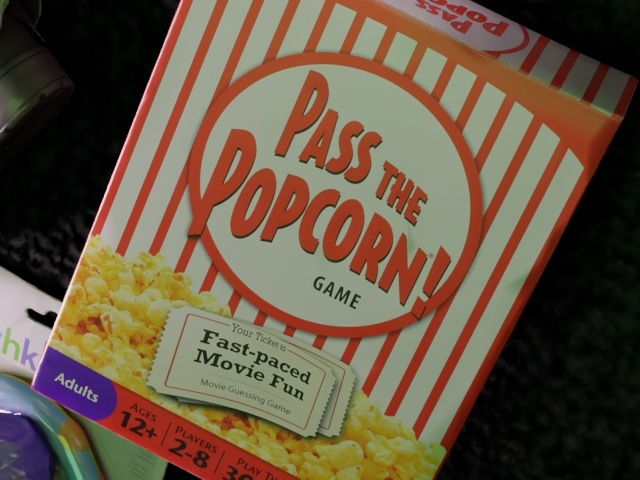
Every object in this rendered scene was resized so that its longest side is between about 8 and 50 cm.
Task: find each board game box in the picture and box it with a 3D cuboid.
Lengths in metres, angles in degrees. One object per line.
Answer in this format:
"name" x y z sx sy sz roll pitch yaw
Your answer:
"board game box" 0.000 0.000 0.675 0.147 0.045 0.193 26 116 5

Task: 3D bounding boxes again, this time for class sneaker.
"sneaker" -0.160 -0.062 0.788 0.170 0.051 0.089 -40 85 28

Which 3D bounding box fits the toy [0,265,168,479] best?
"toy" -0.151 0.132 0.846 0.137 0.056 0.237 27 118 18
